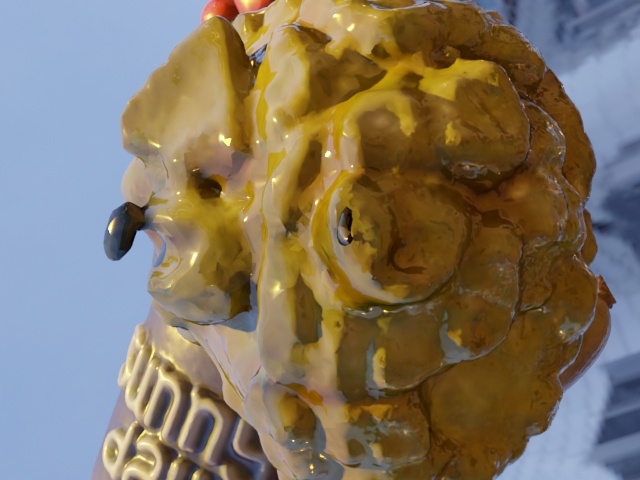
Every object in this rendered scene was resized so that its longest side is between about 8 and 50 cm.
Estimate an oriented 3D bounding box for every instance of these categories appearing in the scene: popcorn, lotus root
[{"bbox_3d":[0.011,0.002,0.772,0.169,0.189,0.218,-9,-60,-44],"label":"popcorn"},{"bbox_3d":[0.162,0.087,1.450,0.150,0.073,0.062,-43,-79,-3],"label":"lotus root"}]

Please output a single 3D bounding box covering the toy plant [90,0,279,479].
[{"bbox_3d":[0.003,0.006,1.132,0.185,0.400,0.279,17,-159,-15],"label":"toy plant"}]
